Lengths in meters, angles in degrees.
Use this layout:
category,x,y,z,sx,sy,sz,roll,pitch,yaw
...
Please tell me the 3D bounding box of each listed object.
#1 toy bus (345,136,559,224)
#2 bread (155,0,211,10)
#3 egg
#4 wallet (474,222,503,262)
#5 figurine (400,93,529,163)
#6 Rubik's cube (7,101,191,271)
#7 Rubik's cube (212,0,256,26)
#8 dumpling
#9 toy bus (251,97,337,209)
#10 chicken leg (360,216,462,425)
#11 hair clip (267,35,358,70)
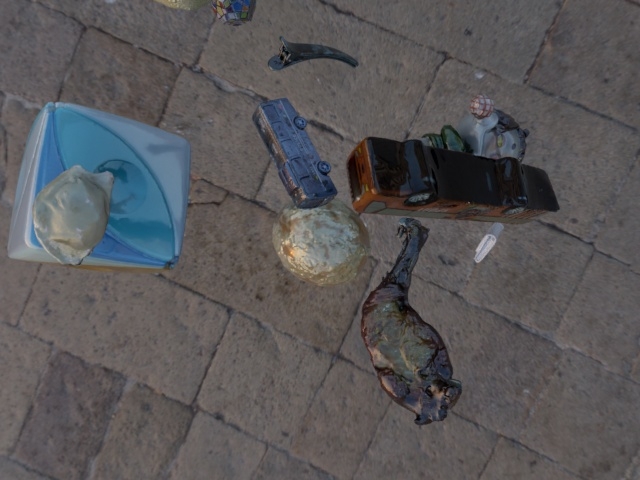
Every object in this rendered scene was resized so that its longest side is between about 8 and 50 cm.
category,x,y,z,sx,sy,sz,roll,pitch,yaw
toy bus,0.213,-0.081,0.805,0.408,0.092,0.093,3,70,-35
bread,-0.305,-0.572,1.098,0.134,0.141,0.148,-33,59,-19
egg,0.000,0.000,1.197,0.245,0.203,0.203,34,98,26
wallet,0.327,0.002,1.029,0.025,0.122,0.061,31,114,16
figurine,0.341,-0.213,1.273,0.370,0.167,0.281,-15,123,-21
Rubik's cube,-0.542,-0.103,1.300,0.347,0.352,0.352,11,82,-34
Rubik's cube,-0.204,-0.567,1.259,0.111,0.093,0.111,-7,70,20
dumpling,-0.472,-0.054,1.009,0.136,0.118,0.199,27,80,-22
toy bus,-0.038,-0.124,0.760,0.065,0.047,0.166,-20,78,-34
chicken leg,0.099,0.088,0.627,0.105,0.051,0.253,-14,59,19
hair clip,0.001,-0.379,1.092,0.039,0.229,0.070,61,139,23
